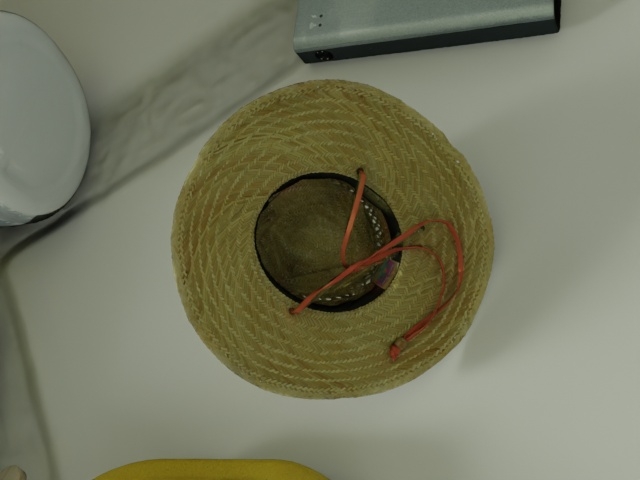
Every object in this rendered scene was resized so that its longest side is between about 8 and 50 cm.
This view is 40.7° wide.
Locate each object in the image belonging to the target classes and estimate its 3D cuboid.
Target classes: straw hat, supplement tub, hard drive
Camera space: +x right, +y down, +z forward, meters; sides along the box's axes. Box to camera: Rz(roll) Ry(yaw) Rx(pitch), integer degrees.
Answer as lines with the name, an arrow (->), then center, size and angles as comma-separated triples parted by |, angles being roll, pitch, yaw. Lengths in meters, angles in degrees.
straw hat -> 0.000, 0.000, 0.389 | 0.145, 0.144, 0.061 | -58, 19, -3
supplement tub -> -0.241, -0.059, 0.496 | 0.190, 0.117, 0.117 | -5, 70, 23
hard drive -> 0.055, -0.143, 0.443 | 0.135, 0.022, 0.094 | -2, 71, 24

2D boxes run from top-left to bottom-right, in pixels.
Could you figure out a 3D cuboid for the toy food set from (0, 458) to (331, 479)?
toy food set -> -0.066, 0.166, 0.371 | 0.217, 0.071, 0.128 | -4, 47, 22
